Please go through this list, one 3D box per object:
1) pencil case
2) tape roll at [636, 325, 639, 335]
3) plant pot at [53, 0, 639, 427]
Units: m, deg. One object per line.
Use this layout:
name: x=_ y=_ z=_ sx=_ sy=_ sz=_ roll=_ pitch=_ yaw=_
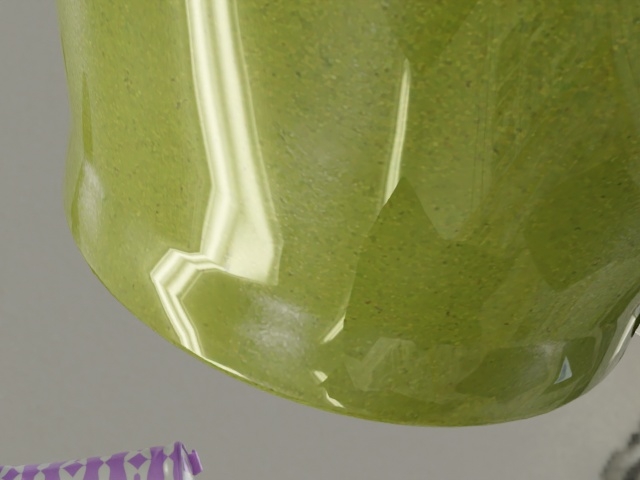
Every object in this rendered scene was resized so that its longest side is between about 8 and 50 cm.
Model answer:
pencil case: x=-0.196 y=0.210 z=1.125 sx=0.088 sy=0.206 sz=0.086 roll=-96 pitch=-1 yaw=-61
tape roll: x=0.405 y=0.112 z=1.201 sx=0.392 sy=0.392 sz=0.072 roll=21 pitch=-77 yaw=-52
plant pot: x=0.052 y=-0.140 z=0.476 sx=0.366 sy=0.366 sz=0.353 roll=-38 pitch=-29 yaw=-53
